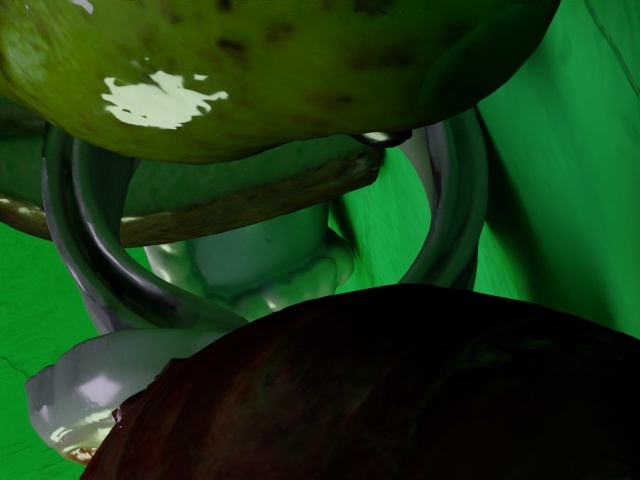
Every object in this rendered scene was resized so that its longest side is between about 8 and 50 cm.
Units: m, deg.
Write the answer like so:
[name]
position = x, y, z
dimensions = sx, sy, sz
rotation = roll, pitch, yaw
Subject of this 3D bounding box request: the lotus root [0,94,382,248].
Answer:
[lotus root]
position = -0.127, -0.100, 1.149
dimensions = 0.149, 0.260, 0.267
rotation = 81, 167, -69

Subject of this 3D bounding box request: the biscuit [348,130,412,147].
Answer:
[biscuit]
position = 0.006, -0.153, 0.648
dimensions = 0.151, 0.063, 0.235
rotation = -126, 24, -68

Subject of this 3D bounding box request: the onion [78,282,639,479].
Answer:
[onion]
position = 0.036, 0.148, 0.545
dimensions = 0.276, 0.276, 0.276
rotation = 159, 90, -85

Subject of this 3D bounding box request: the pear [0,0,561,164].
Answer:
[pear]
position = -0.050, -0.106, 0.517
dimensions = 0.255, 0.164, 0.238
rotation = 49, 144, 23

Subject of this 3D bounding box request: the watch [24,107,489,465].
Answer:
[watch]
position = 0.000, 0.000, 0.794
dimensions = 0.211, 0.249, 0.217
rotation = 80, -167, -71

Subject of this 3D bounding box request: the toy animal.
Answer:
[toy animal]
position = -0.062, -0.016, 1.425
dimensions = 0.208, 0.156, 0.204
rotation = -103, -9, -72
